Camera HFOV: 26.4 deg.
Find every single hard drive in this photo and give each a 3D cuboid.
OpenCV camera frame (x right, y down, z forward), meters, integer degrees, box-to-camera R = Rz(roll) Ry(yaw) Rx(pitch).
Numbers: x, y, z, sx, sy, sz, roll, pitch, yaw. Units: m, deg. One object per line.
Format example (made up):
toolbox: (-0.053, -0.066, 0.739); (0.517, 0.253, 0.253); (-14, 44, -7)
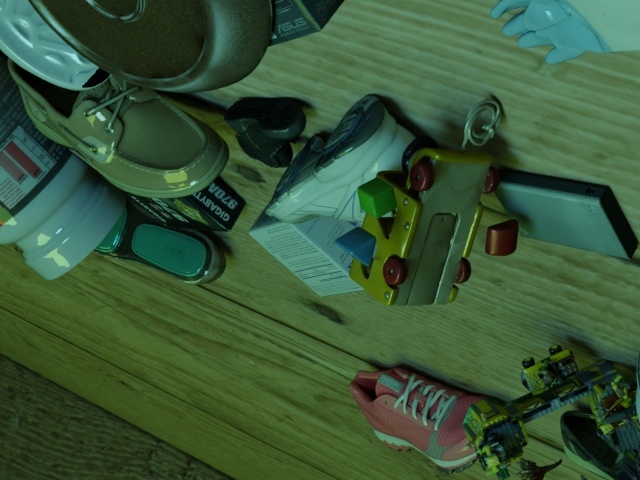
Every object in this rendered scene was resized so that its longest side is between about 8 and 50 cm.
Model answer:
hard drive: (0.244, -0.028, 1.378); (0.135, 0.022, 0.094); (14, 151, 44)

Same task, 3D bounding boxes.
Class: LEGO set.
LEGO set: (0.320, 0.302, 1.569); (0.192, 0.255, 0.331); (-128, 22, -75)

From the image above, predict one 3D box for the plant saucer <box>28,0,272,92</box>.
plant saucer: (-0.188, -0.250, 1.270); (0.310, 0.050, 0.311); (25, 147, 18)

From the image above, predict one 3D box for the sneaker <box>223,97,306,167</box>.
sneaker: (-0.052, -0.121, 1.591); (0.170, 0.051, 0.089); (15, 152, 52)

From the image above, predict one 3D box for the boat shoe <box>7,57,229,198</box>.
boat shoe: (-0.261, -0.152, 1.685); (0.341, 0.122, 0.110); (23, 157, 32)

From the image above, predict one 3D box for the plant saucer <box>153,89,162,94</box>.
plant saucer: (-0.247, -0.189, 1.778); (0.067, 0.018, 0.192); (37, 158, -7)

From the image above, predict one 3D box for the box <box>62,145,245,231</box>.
box: (-0.233, -0.094, 1.886); (0.220, 0.051, 0.175); (40, 160, -31)

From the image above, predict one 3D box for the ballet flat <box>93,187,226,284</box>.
ballet flat: (-0.280, -0.009, 2.116); (0.316, 0.108, 0.106); (28, -174, 22)

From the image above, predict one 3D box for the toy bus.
toy bus: (0.098, -0.034, 1.363); (0.104, 0.202, 0.191); (36, 162, 46)

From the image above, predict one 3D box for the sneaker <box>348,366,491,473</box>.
sneaker: (0.143, 0.252, 2.013); (0.136, 0.116, 0.314); (45, 157, -22)

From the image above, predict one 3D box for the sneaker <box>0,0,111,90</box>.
sneaker: (-0.345, -0.296, 1.521); (0.323, 0.130, 0.236); (43, 179, -8)

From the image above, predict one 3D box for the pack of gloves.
pack of gloves: (0.171, -0.222, 1.061); (0.195, 0.046, 0.232); (42, 169, -17)

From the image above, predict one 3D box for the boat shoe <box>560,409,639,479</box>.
boat shoe: (0.396, 0.278, 1.734); (0.223, 0.080, 0.073); (23, 162, 40)

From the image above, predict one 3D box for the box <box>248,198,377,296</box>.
box: (0.000, 0.000, 1.738); (0.137, 0.072, 0.126); (42, 158, -17)

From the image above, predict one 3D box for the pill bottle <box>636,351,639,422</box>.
pill bottle: (0.383, 0.108, 1.268); (0.161, 0.161, 0.283); (29, 159, 15)

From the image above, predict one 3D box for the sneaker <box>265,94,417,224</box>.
sneaker: (0.032, -0.057, 1.525); (0.129, 0.111, 0.297); (34, 160, -13)

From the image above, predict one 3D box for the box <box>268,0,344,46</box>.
box: (-0.113, -0.261, 1.287); (0.232, 0.059, 0.183); (-9, 128, 47)

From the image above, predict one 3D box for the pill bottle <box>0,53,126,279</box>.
pill bottle: (-0.462, -0.126, 1.948); (0.363, 0.210, 0.210); (46, 157, -21)
